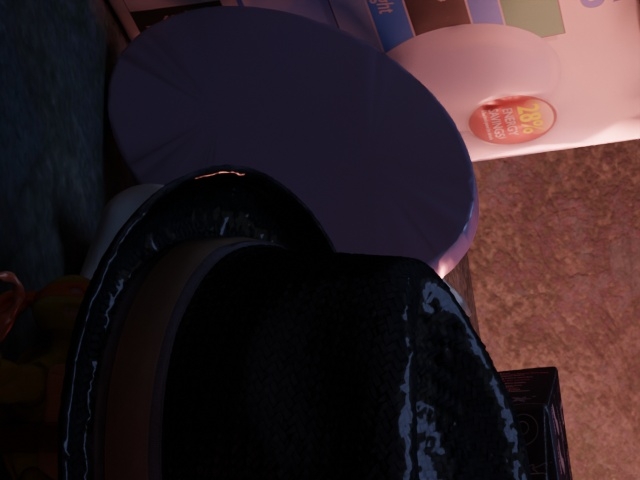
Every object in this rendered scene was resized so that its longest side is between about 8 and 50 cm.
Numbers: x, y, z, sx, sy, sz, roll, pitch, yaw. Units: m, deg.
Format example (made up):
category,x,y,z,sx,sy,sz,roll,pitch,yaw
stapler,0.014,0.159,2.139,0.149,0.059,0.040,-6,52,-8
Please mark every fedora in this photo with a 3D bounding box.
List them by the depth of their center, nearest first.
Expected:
category,x,y,z,sx,sy,sz,roll,pitch,yaw
fedora,0.012,0.123,1.000,0.334,0.153,0.334,13,75,-58

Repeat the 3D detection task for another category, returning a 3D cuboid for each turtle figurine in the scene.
category,x,y,z,sx,sy,sz,roll,pitch,yaw
turtle figurine,-0.136,0.108,1.003,0.269,0.087,0.217,11,76,-52

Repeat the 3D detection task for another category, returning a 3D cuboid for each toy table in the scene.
category,x,y,z,sx,sy,sz,roll,pitch,yaw
toy table,-0.012,-0.029,1.353,0.274,0.252,0.161,44,-12,26

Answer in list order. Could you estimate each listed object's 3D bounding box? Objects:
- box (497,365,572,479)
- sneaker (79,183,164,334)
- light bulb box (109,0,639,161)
category,x,y,z,sx,sy,sz,roll,pitch,yaw
box,0.076,0.203,1.589,0.142,0.247,0.163,-43,125,-75
sneaker,-0.091,0.110,1.143,0.127,0.126,0.321,77,0,-51
light bulb box,0.049,-0.230,1.458,0.358,0.361,0.225,63,22,-58
